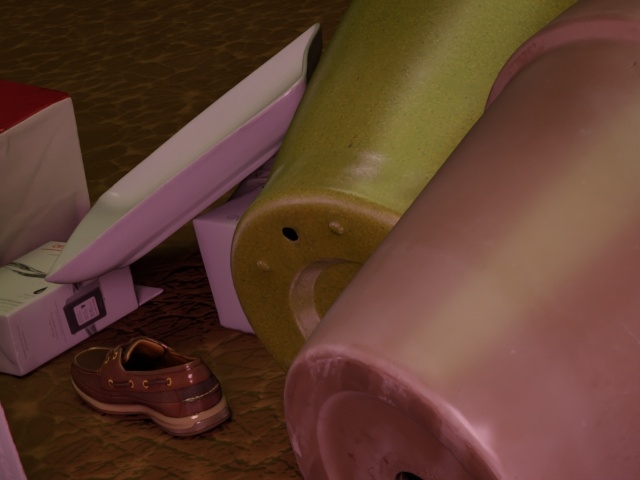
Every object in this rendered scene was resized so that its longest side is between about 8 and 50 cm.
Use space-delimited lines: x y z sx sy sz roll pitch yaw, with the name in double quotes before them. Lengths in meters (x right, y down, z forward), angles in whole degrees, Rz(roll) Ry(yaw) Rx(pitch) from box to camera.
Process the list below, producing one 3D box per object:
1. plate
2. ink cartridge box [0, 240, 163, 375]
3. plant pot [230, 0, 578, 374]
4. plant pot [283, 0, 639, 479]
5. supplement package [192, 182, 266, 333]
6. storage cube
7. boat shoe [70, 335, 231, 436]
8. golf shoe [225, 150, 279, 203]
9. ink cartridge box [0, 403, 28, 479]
"plate" -0.103 -0.071 1.627 0.277 0.045 0.278 -38 11 13
"ink cartridge box" -0.239 0.050 1.654 0.104 0.060 0.180 6 27 41
"plant pot" 0.123 -0.046 1.318 0.366 0.366 0.353 5 42 40
"plant pot" 0.146 0.061 0.956 0.280 0.323 0.323 -35 29 -29
"supplement package" 0.000 0.000 1.578 0.179 0.105 0.105 -28 25 -35
"storage cube" -0.346 -0.035 1.743 0.193 0.215 0.183 13 31 38
"boat shoe" -0.137 0.102 1.455 0.064 0.060 0.178 -27 25 -34
"golf shoe" -0.028 -0.075 1.741 0.115 0.140 0.306 -3 21 20
"ink cartridge box" -0.327 0.029 1.408 0.091 0.308 0.385 -29 26 -35
